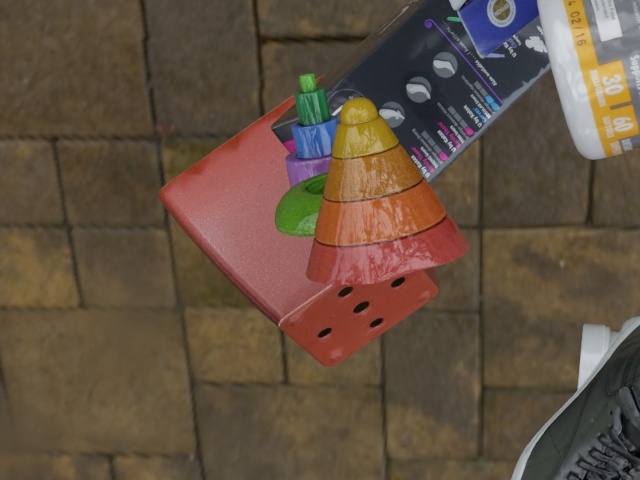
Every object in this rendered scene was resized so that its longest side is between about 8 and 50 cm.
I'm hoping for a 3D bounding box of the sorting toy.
[{"bbox_3d":[0.018,-0.072,1.218,0.127,0.365,0.126,-13,106,-6],"label":"sorting toy"}]

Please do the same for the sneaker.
[{"bbox_3d":[0.267,0.181,1.362,0.105,0.147,0.295,36,79,-3],"label":"sneaker"}]

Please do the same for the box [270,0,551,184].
[{"bbox_3d":[0.103,-0.160,1.577,0.270,0.165,0.143,-44,99,-12],"label":"box"}]

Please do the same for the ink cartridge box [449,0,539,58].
[{"bbox_3d":[0.168,-0.305,1.287,0.223,0.045,0.224,-40,109,-19],"label":"ink cartridge box"}]

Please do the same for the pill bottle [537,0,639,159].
[{"bbox_3d":[0.326,-0.174,1.231,0.279,0.162,0.162,-14,122,14],"label":"pill bottle"}]

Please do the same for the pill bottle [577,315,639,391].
[{"bbox_3d":[0.403,0.148,1.753,0.209,0.117,0.117,5,125,10],"label":"pill bottle"}]

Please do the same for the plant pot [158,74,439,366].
[{"bbox_3d":[0.000,0.000,1.953,0.267,0.235,0.267,-35,148,5],"label":"plant pot"}]
